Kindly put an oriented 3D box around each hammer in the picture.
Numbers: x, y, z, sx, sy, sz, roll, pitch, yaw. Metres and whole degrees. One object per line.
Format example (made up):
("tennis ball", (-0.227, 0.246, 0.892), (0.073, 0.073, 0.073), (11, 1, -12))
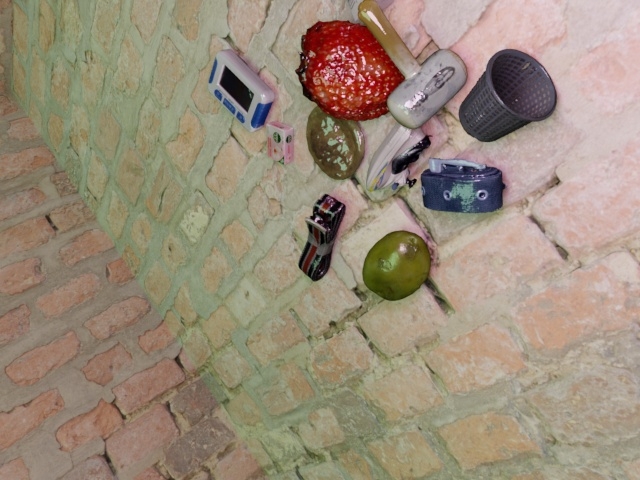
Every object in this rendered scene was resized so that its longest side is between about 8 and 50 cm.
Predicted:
("hammer", (0.187, -0.422, 1.287), (0.305, 0.202, 0.113), (45, -176, -17))

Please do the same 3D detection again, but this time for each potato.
("potato", (0.222, 0.080, 1.649), (0.186, 0.148, 0.253), (41, 138, 26))

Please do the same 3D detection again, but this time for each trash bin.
("trash bin", (0.398, -0.301, 1.226), (0.175, 0.175, 0.161), (56, 154, 6))

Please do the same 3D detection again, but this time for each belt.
("belt", (0.348, -0.144, 1.394), (0.218, 0.122, 0.128), (12, 119, 44))
("belt", (0.000, 0.000, 1.874), (0.094, 0.126, 0.359), (33, 141, 17))

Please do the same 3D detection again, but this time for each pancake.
("pancake", (0.040, -0.296, 1.691), (0.242, 0.050, 0.242), (26, 131, 34))

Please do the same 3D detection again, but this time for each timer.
("timer", (-0.265, -0.504, 1.873), (0.253, 0.078, 0.178), (47, 137, 13))

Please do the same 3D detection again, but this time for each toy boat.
("toy boat", (0.212, -0.222, 1.493), (0.141, 0.141, 0.269), (40, 139, 23))

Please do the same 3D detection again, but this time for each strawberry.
("strawberry", (0.091, -0.430, 1.430), (0.288, 0.250, 0.238), (12, 100, 14))

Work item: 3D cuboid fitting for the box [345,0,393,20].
("box", (0.091, -0.686, 1.283), (0.274, 0.116, 0.203), (64, 172, -4))

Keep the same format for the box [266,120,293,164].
("box", (-0.136, -0.327, 1.868), (0.089, 0.043, 0.125), (27, 131, 34))
